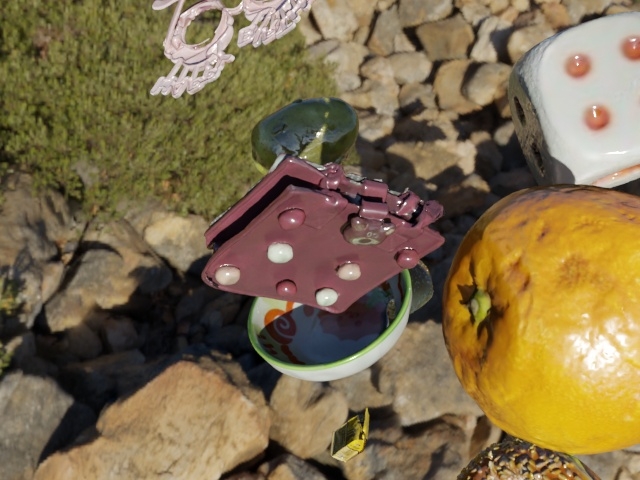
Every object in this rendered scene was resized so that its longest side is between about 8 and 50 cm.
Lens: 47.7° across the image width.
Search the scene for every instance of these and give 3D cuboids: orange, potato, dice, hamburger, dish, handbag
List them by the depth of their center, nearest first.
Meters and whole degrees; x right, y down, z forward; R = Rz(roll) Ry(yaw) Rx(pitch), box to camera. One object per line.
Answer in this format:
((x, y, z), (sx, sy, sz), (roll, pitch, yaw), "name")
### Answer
((0.247, 0.074, 0.705), (0.261, 0.261, 0.261), (10, 45, -10), "orange")
((0.000, 0.003, 0.771), (0.203, 0.216, 0.074), (16, 57, -33), "handbag")
((0.367, -0.172, 0.959), (0.193, 0.194, 0.192), (-19, 80, 7), "dice")
((0.335, 0.458, 1.150), (0.225, 0.291, 0.291), (26, 26, -54), "hamburger")
((0.032, 0.154, 1.389), (0.324, 0.124, 0.324), (-15, 38, 12), "dish")
((-0.033, -0.215, 1.555), (0.228, 0.197, 0.149), (-7, 45, -10), "potato")
((0.191, 0.098, 1.912), (0.215, 0.122, 0.189), (48, 51, 8), "hamburger")

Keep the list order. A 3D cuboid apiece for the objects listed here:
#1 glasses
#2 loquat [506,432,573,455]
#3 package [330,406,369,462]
((-0.102, -0.262, 0.797), (0.095, 0.255, 0.162), (34, 34, -50), "glasses")
((0.458, 0.296, 1.410), (0.213, 0.246, 0.213), (24, 11, -5), "loquat")
((0.077, 0.436, 1.620), (0.047, 0.131, 0.071), (33, 34, -17), "package")
